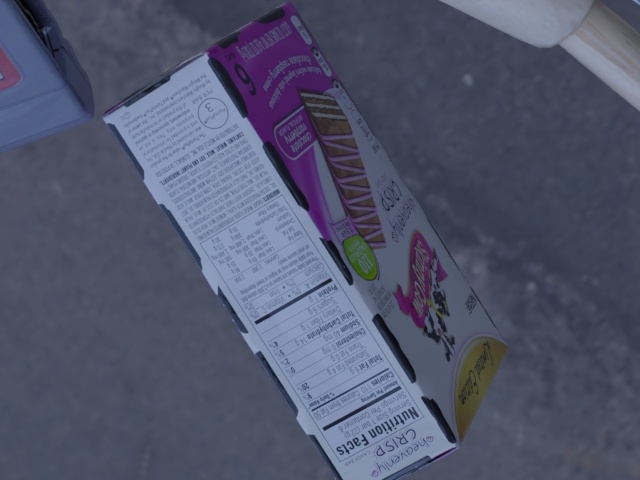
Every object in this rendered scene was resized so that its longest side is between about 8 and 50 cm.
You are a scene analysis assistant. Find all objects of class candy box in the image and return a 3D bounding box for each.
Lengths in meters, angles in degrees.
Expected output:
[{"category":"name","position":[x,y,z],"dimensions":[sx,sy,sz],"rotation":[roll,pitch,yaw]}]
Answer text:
[{"category":"candy box","position":[0.000,0.000,0.998],"dimensions":[0.071,0.159,0.233],"rotation":[-30,97,21]}]

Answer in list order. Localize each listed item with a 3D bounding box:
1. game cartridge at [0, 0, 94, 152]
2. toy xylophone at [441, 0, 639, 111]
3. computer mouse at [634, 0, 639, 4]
[{"category":"game cartridge","position":[-0.231,-0.093,0.840],"dimensions":[0.294,0.196,0.060],"rotation":[63,-168,-67]},{"category":"toy xylophone","position":[0.166,-0.055,0.323],"dimensions":[0.323,0.081,0.236],"rotation":[31,119,-21]},{"category":"computer mouse","position":[0.173,-0.098,0.768],"dimensions":[0.193,0.106,0.042],"rotation":[43,164,-3]}]
